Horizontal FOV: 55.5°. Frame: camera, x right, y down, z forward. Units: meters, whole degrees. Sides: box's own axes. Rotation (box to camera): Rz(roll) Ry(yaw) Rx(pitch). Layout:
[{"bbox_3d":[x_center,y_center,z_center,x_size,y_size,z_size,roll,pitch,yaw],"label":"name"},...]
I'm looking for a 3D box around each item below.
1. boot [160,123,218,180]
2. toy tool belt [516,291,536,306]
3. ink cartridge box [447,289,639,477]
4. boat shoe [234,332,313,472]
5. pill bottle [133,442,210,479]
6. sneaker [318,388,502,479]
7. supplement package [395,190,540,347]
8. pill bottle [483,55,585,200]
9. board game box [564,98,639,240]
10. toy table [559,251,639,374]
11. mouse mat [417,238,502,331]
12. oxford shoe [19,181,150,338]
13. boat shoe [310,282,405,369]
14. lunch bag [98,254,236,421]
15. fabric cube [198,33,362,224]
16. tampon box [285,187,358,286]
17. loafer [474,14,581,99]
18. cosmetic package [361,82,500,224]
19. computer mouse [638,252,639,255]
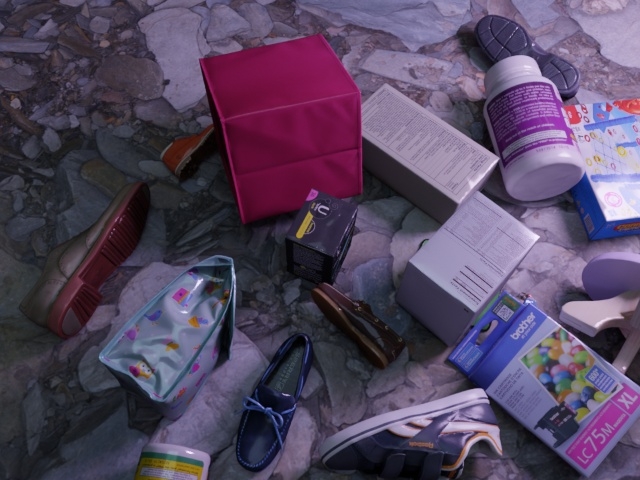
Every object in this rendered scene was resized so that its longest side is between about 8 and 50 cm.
[{"bbox_3d":[-0.285,-0.215,1.351,0.085,0.059,0.158,36,74,22],"label":"boot"},{"bbox_3d":[0.407,0.134,1.208,0.052,0.051,0.083,27,65,11],"label":"toy tool belt"},{"bbox_3d":[0.410,0.252,1.114,0.311,0.065,0.186,40,88,19],"label":"ink cartridge box"},{"bbox_3d":[-0.090,0.278,1.092,0.109,0.089,0.258,15,63,5],"label":"boat shoe"},{"bbox_3d":[-0.257,0.445,0.984,0.118,0.117,0.208,8,63,2],"label":"pill bottle"},{"bbox_3d":[0.163,0.357,1.042,0.321,0.126,0.127,-13,59,-11],"label":"sneaker"},{"bbox_3d":[0.270,0.057,1.154,0.149,0.194,0.203,40,68,18],"label":"supplement package"},{"bbox_3d":[0.457,-0.253,1.343,0.169,0.169,0.301,-5,64,-5],"label":"pill bottle"},{"bbox_3d":[0.705,-0.169,1.357,0.302,0.086,0.308,-7,63,-6],"label":"board game box"},{"bbox_3d":[0.589,0.152,1.117,0.274,0.252,0.161,21,46,41],"label":"toy table"},{"bbox_3d":[0.276,0.088,1.252,0.190,0.007,0.152,22,64,10],"label":"mouse mat"},{"bbox_3d":[-0.461,0.013,1.198,0.130,0.123,0.348,20,63,14],"label":"oxford shoe"},{"bbox_3d":[0.072,0.154,1.176,0.073,0.073,0.207,-41,78,-22],"label":"boat shoe"},{"bbox_3d":[-0.233,0.164,1.070,0.160,0.223,0.262,33,64,7],"label":"lunch bag"},{"bbox_3d":[-0.077,-0.226,1.228,0.258,0.259,0.254,-16,46,-10],"label":"fabric cube"},{"bbox_3d":[0.000,0.000,1.198,0.101,0.161,0.120,23,64,9],"label":"tampon box"},{"bbox_3d":[0.505,-0.442,1.501,0.109,0.095,0.302,-49,67,9],"label":"loafer"},{"bbox_3d":[0.210,-0.189,1.332,0.309,0.113,0.160,39,68,16],"label":"cosmetic package"},{"bbox_3d":[0.693,0.138,1.231,0.071,0.041,0.242,-8,70,3],"label":"computer mouse"}]
